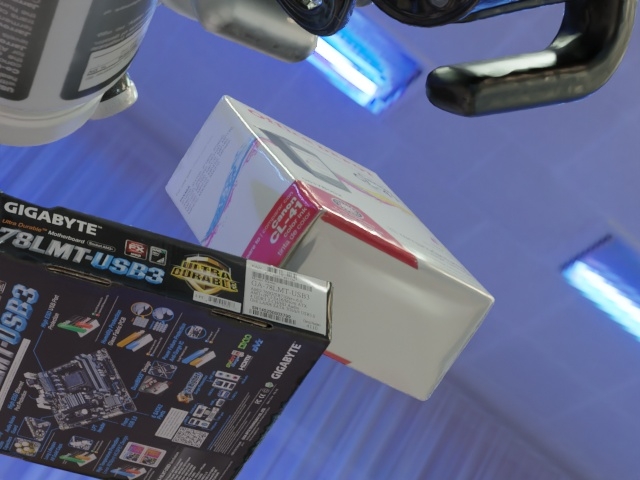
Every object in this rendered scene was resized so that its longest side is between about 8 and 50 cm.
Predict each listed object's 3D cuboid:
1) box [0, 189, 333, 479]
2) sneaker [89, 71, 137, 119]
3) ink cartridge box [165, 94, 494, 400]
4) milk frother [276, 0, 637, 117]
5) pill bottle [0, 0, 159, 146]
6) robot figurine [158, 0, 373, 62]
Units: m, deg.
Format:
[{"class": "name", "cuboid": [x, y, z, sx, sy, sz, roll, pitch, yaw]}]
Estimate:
[{"class": "box", "cuboid": [-0.177, 0.105, 1.210, 0.293, 0.073, 0.295, 17, -43, -15]}, {"class": "sneaker", "cuboid": [-0.259, -0.194, 1.367, 0.217, 0.079, 0.121, 16, -48, 49]}, {"class": "ink cartridge box", "cuboid": [0.000, 0.000, 1.395, 0.226, 0.131, 0.306, 26, 15, -31]}, {"class": "milk frother", "cuboid": [0.058, -0.129, 0.552, 0.143, 0.134, 0.129, 43, -48, 33]}, {"class": "pill bottle", "cuboid": [-0.182, -0.186, 0.924, 0.161, 0.161, 0.283, 36, -31, -3]}, {"class": "robot figurine", "cuboid": [-0.069, -0.310, 1.085, 0.300, 0.353, 0.200, -35, -30, 26]}]
